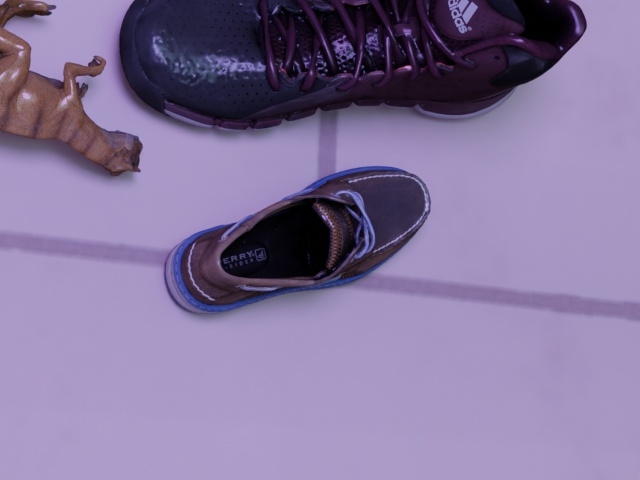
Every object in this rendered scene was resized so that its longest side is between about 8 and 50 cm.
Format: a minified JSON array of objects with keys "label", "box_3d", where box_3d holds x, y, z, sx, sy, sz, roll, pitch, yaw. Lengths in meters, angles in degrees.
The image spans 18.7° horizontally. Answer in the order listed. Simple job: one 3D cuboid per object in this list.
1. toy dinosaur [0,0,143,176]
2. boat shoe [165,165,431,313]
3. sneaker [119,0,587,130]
[{"label":"toy dinosaur","box_3d":[-0.185,-0.088,1.084,0.211,0.064,0.112,12,78,-26]},{"label":"boat shoe","box_3d":[0.000,0.000,1.166,0.183,0.066,0.066,-24,94,-29]},{"label":"sneaker","box_3d":[0.033,-0.132,1.151,0.281,0.162,0.106,-5,84,-29]}]
